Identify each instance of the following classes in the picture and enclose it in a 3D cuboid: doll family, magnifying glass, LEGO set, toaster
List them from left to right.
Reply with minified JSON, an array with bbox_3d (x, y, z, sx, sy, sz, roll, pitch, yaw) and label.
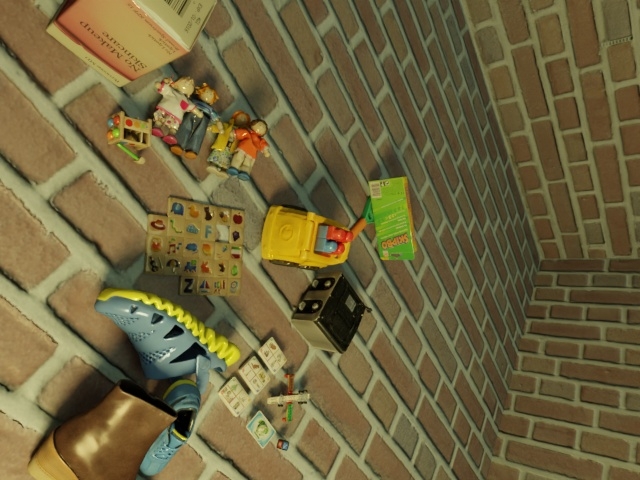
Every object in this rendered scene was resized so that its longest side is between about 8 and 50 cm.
[{"bbox_3d":[-0.233,-0.238,0.946,0.263,0.118,0.163,26,73,-26],"label":"doll family"},{"bbox_3d":[-0.125,0.383,1.083,0.182,0.060,0.244,-44,113,-36],"label":"LEGO set"},{"bbox_3d":[0.030,0.196,1.209,0.185,0.110,0.168,54,51,-32],"label":"toaster"},{"bbox_3d":[0.150,-0.073,1.431,0.231,0.026,0.092,-45,121,-40],"label":"magnifying glass"}]

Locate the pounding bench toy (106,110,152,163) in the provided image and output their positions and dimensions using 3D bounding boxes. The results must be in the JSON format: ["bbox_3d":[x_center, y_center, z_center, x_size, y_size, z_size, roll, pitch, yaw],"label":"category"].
[{"bbox_3d":[-0.354,-0.185,0.824,0.065,0.052,0.083,4,85,-49],"label":"pounding bench toy"}]

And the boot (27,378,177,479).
[{"bbox_3d":[-0.314,0.360,0.742,0.207,0.090,0.248,-39,118,1],"label":"boot"}]

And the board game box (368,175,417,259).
[{"bbox_3d":[0.228,-0.066,1.411,0.039,0.124,0.259,-19,103,-51],"label":"board game box"}]

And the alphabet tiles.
[{"bbox_3d":[-0.260,0.018,0.958,0.237,0.009,0.198,8,82,-49],"label":"alphabet tiles"}]

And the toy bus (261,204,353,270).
[{"bbox_3d":[0.000,0.000,1.100,0.220,0.212,0.149,17,80,-50],"label":"toy bus"}]

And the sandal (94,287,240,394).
[{"bbox_3d":[-0.285,0.198,0.837,0.317,0.126,0.138,47,59,-36],"label":"sandal"}]

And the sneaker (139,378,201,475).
[{"bbox_3d":[-0.276,0.355,0.808,0.069,0.082,0.209,22,103,-30],"label":"sneaker"}]

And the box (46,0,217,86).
[{"bbox_3d":[-0.314,-0.373,0.742,0.149,0.233,0.126,38,61,-42],"label":"box"}]
